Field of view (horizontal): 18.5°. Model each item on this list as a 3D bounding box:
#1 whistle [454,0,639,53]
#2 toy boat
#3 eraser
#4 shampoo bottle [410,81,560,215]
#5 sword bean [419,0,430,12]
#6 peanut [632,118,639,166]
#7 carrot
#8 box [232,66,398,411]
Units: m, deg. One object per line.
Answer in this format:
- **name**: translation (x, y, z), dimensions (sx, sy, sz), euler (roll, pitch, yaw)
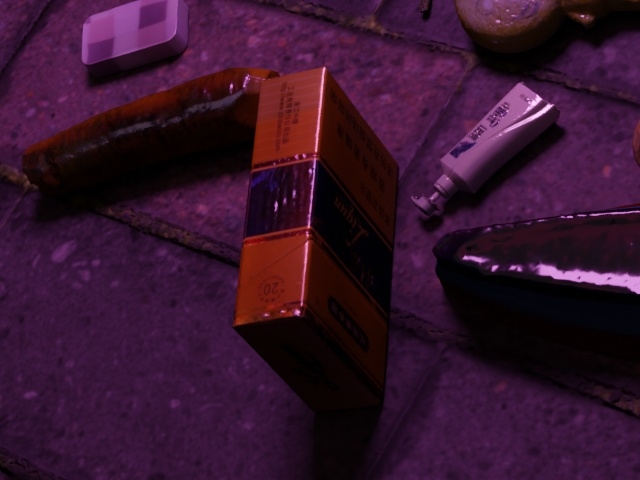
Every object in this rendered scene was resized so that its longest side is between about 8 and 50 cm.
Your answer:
- **whistle**: translation (0.211, -0.211, 1.680), dimensions (0.198, 0.057, 0.104), euler (0, 70, 21)
- **toy boat**: translation (0.257, 0.023, 1.484), dimensions (0.392, 0.079, 0.136), euler (2, 70, 28)
- **eraser**: translation (-0.179, -0.199, 1.898), dimensions (0.105, 0.026, 0.065), euler (-15, 56, 19)
- **shampoo bottle**: translation (0.135, -0.072, 1.638), dimensions (0.141, 0.034, 0.049), euler (-44, 55, -2)
- **sword bean**: translation (0.096, -0.239, 1.783), dimensions (0.012, 0.012, 0.083), euler (-12, 54, 22)
- **peanut**: translation (0.320, -0.092, 1.513), dimensions (0.174, 0.080, 0.080), euler (-12, 54, 35)
- **carrot**: translation (-0.152, -0.097, 1.793), dimensions (0.260, 0.070, 0.070), euler (-18, 53, 20)
- **box**: translation (0.000, 0.000, 1.586), dimensions (0.070, 0.152, 0.237), euler (-12, 54, 22)
